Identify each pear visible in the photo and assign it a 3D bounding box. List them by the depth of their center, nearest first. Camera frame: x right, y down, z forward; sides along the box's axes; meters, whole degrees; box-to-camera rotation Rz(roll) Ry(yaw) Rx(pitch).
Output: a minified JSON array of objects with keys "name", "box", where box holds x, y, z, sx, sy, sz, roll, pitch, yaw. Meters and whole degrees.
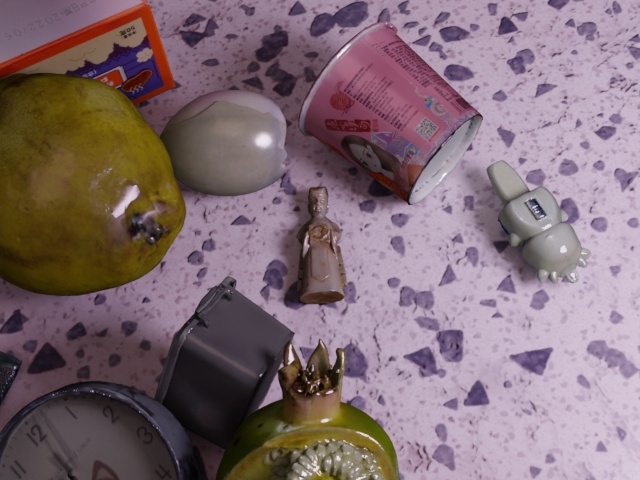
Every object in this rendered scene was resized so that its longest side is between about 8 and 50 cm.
[{"name":"pear","box":[-0.417,-0.086,1.554,0.413,0.352,0.352,31,70,13]}]

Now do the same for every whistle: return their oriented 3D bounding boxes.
[{"name":"whistle","box":[0.350,-0.029,1.594,0.110,0.092,0.244,-28,66,-8]}]

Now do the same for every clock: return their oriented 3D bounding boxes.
[{"name":"clock","box":[-0.333,0.367,1.403,0.325,0.067,0.324,-1,87,11]}]

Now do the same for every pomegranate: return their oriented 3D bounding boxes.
[{"name":"pomegranate","box":[-0.014,0.307,1.352,0.261,0.260,0.340,6,100,8]}]

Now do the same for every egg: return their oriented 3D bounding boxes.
[{"name":"egg","box":[-0.168,-0.165,1.649,0.217,0.183,0.183,-2,63,-7]}]

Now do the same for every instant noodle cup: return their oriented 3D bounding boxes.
[{"name":"instant noodle cup","box":[0.126,-0.205,1.631,0.231,0.243,0.243,41,73,14]}]

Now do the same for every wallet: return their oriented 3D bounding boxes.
[{"name":"wallet","box":[-0.549,0.236,1.569,0.088,0.026,0.129,19,67,14]}]

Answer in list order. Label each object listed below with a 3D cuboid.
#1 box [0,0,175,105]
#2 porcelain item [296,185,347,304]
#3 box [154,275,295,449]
[{"name":"box","box":[-0.495,-0.381,1.745,0.349,0.257,0.318,-27,66,-10]},{"name":"porcelain item","box":[0.000,0.000,1.629,0.084,0.054,0.213,-3,63,1]},{"name":"box","box":[-0.143,0.192,1.442,0.135,0.243,0.163,31,43,9]}]
